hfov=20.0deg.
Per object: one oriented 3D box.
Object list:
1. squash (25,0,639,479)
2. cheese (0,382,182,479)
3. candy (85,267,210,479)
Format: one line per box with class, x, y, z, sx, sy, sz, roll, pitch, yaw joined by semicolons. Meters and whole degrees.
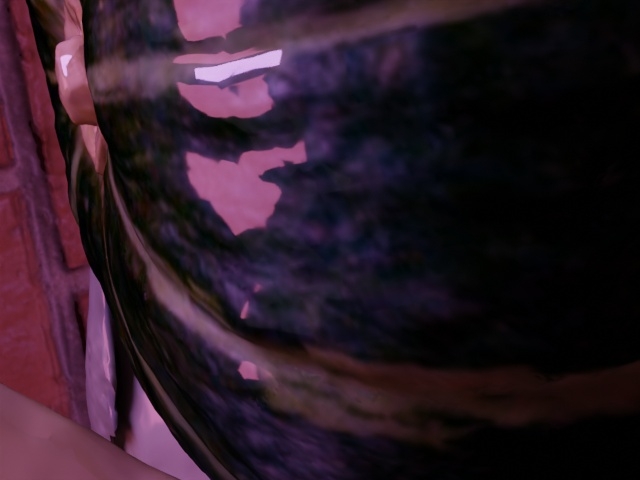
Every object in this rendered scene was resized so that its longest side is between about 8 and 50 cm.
squash;0.021;-0.048;0.422;0.252;0.165;0.252;166;90;-77
cheese;-0.004;0.149;0.460;0.104;0.384;0.384;-61;-6;-15
candy;0.003;0.014;0.758;0.295;0.185;0.295;2;-90;-85
